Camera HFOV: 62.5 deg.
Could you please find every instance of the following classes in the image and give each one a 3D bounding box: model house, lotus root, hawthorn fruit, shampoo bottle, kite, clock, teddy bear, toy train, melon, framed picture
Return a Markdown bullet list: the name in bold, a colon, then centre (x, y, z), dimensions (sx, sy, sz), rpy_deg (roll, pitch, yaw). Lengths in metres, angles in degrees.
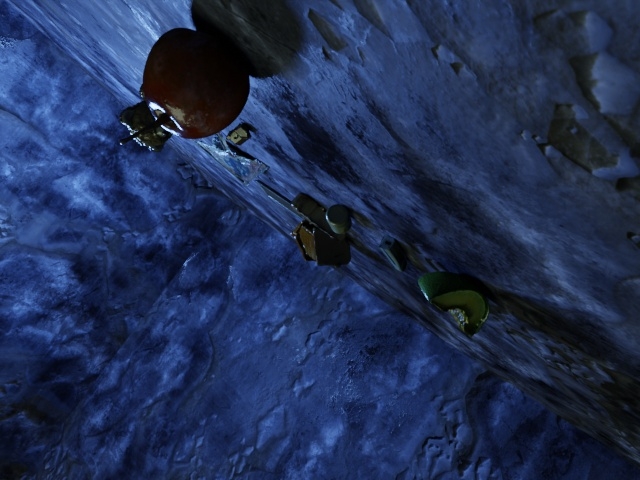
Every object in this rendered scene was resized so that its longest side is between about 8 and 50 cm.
- **model house**: centre (0.001, 0.001, 2.370), dimensions (0.199, 0.220, 0.229), rpy_deg (-8, -154, -30)
- **lotus root**: centre (-0.022, -0.098, 2.142), dimensions (0.260, 0.074, 0.170), rpy_deg (40, 173, -40)
- **hawthorn fruit**: centre (-0.272, -0.332, 1.175), dimensions (0.235, 0.263, 0.231), rpy_deg (6, -173, 16)
- **shampoo bottle**: centre (0.069, -0.068, 1.862), dimensions (0.079, 0.079, 0.162), rpy_deg (34, 173, 17)
- **kite**: centre (-0.358, -0.337, 2.157), dimensions (0.406, 0.014, 0.368), rpy_deg (22, 155, 26)
- **clock**: centre (-0.383, -0.354, 2.285), dimensions (0.236, 0.053, 0.236), rpy_deg (36, 172, 6)
- **teddy bear**: centre (-0.496, -0.405, 1.662), dimensions (0.156, 0.256, 0.267), rpy_deg (36, 175, 40)
- **toy train**: centre (0.272, 0.059, 1.850), dimensions (0.048, 0.055, 0.252), rpy_deg (20, 166, 33)
- **melon**: centre (0.407, 0.156, 1.602), dimensions (0.265, 0.129, 0.169), rpy_deg (37, -164, -37)
- **framed picture**: centre (-0.185, -0.191, 2.555), dimensions (0.274, 0.017, 0.217), rpy_deg (34, 173, 15)
- **model house**: centre (-0.255, -0.340, 1.700), dimensions (0.083, 0.057, 0.058), rpy_deg (-28, 121, 32)
